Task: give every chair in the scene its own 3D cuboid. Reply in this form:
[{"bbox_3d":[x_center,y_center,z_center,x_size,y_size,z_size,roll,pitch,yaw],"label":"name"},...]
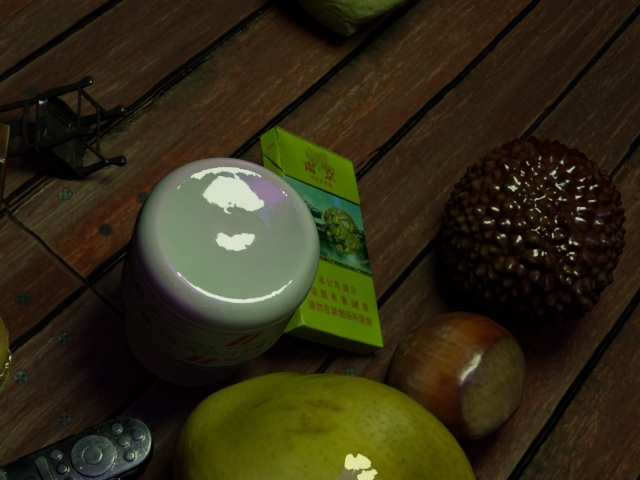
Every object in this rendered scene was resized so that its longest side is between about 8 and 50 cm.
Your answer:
[{"bbox_3d":[-0.420,-0.155,1.563,0.229,0.113,0.106,-13,61,16],"label":"chair"}]

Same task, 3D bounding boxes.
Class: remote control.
[{"bbox_3d":[-0.343,0.312,1.346,0.265,0.066,0.090,-21,58,-23],"label":"remote control"}]

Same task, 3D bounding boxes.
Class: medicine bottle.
[{"bbox_3d":[-0.149,0.056,1.405,0.241,0.302,0.241,8,61,-15],"label":"medicine bottle"}]

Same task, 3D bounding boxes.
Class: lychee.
[{"bbox_3d":[0.329,-0.016,1.622,0.306,0.330,0.306,-4,73,11],"label":"lychee"}]

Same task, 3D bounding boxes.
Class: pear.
[{"bbox_3d":[0.009,0.341,1.283,0.362,0.362,0.418,-28,47,-30],"label":"pear"}]

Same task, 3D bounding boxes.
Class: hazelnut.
[{"bbox_3d":[0.199,0.199,1.533,0.214,0.176,0.214,0,35,0],"label":"hazelnut"}]

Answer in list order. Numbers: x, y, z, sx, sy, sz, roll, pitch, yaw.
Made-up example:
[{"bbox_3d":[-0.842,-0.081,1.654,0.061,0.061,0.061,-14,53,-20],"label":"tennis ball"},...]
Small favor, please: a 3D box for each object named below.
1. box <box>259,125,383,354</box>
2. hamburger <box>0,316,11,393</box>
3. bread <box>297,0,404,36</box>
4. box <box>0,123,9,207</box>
[{"bbox_3d":[0.000,0.000,1.594,0.187,0.047,0.335,20,52,-44],"label":"box"},{"bbox_3d":[-0.508,0.144,1.350,0.213,0.108,0.214,7,57,-11],"label":"hamburger"},{"bbox_3d":[0.067,-0.523,1.801,0.237,0.320,0.321,41,51,-33],"label":"bread"},{"bbox_3d":[-0.561,-0.113,1.439,0.239,0.153,0.074,6,65,-17],"label":"box"}]
